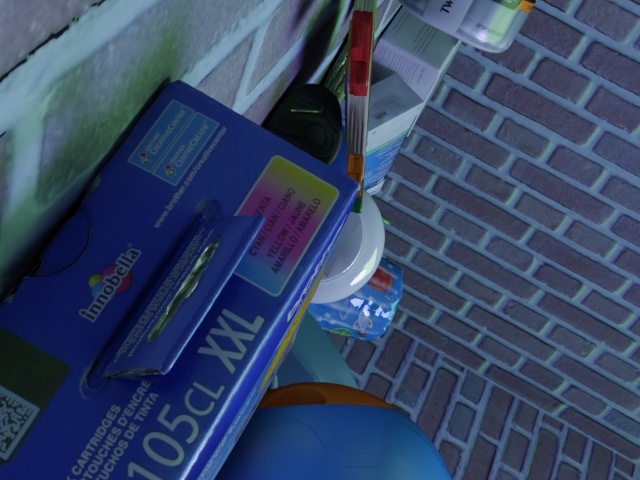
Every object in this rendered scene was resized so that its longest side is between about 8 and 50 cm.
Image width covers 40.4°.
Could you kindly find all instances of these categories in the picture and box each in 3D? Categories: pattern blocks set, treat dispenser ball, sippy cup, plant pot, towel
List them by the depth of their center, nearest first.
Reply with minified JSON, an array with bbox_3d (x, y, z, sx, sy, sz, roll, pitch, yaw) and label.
[{"bbox_3d":[-0.005,0.286,0.861,0.288,0.288,0.288,-60,176,-6],"label":"treat dispenser ball"},{"bbox_3d":[0.042,-0.175,0.955,0.324,0.026,0.285,90,6,-50],"label":"pattern blocks set"},{"bbox_3d":[0.033,-0.227,1.159,0.148,0.027,0.110,-62,177,5],"label":"towel"},{"bbox_3d":[-0.052,0.236,1.482,0.165,0.234,0.166,-48,167,18],"label":"plant pot"},{"bbox_3d":[0.038,0.093,1.760,0.240,0.224,0.305,-77,-165,-45],"label":"sippy cup"}]

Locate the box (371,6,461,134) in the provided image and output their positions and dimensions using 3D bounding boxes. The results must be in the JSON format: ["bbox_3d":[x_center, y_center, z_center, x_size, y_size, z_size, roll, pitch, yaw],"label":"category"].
[{"bbox_3d":[0.164,-0.317,1.535,0.181,0.119,0.182,-58,175,-35],"label":"box"}]

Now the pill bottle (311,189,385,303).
[{"bbox_3d":[0.000,0.000,1.246,0.181,0.182,0.323,-61,177,-2],"label":"pill bottle"}]

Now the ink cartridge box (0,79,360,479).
[{"bbox_3d":[-0.114,0.080,0.613,0.270,0.151,0.395,-59,175,-23],"label":"ink cartridge box"}]

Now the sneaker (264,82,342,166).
[{"bbox_3d":[-0.048,-0.061,0.962,0.130,0.087,0.227,-14,-120,64],"label":"sneaker"}]

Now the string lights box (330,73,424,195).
[{"bbox_3d":[0.071,-0.156,1.513,0.133,0.076,0.259,-31,161,-30],"label":"string lights box"}]

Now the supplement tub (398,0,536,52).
[{"bbox_3d":[0.256,-0.445,1.232,0.316,0.194,0.193,-63,176,24],"label":"supplement tub"}]

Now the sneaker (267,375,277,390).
[{"bbox_3d":[-0.147,0.255,1.222,0.295,0.178,0.124,-63,176,32],"label":"sneaker"}]
